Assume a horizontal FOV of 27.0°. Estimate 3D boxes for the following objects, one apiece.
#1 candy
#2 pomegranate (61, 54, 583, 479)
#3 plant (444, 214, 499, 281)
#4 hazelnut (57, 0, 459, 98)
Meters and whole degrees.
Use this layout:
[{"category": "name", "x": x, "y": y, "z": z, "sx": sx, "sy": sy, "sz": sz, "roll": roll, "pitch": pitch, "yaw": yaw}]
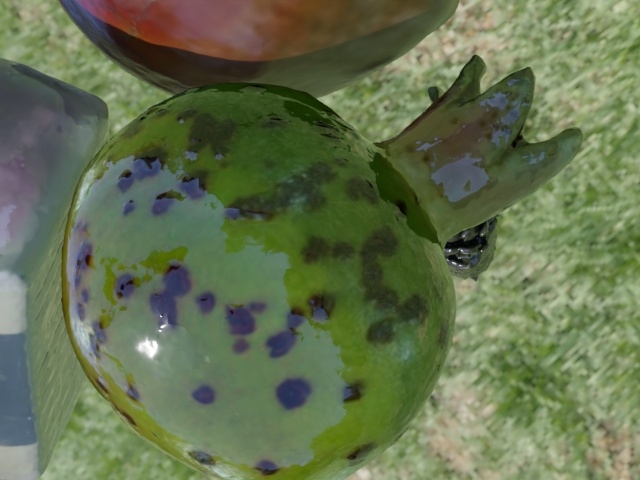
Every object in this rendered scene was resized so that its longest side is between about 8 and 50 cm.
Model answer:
[{"category": "candy", "x": -0.266, "y": 0.036, "z": 1.096, "sx": 0.145, "sy": 0.208, "sz": 0.358, "roll": 15, "pitch": 143, "yaw": 2}, {"category": "pomegranate", "x": -0.015, "y": -0.006, "z": 0.751, "sx": 0.231, "sy": 0.286, "sz": 0.231, "roll": 30, "pitch": 168, "yaw": 7}, {"category": "plant", "x": 0.147, "y": -0.008, "z": 1.436, "sx": 0.094, "sy": 0.092, "sz": 0.143, "roll": 29, "pitch": 173, "yaw": 27}, {"category": "hazelnut", "x": -0.039, "y": -0.304, "z": 1.120, "sx": 0.409, "sy": 0.359, "sz": 0.359, "roll": -40, "pitch": 85, "yaw": 19}]
